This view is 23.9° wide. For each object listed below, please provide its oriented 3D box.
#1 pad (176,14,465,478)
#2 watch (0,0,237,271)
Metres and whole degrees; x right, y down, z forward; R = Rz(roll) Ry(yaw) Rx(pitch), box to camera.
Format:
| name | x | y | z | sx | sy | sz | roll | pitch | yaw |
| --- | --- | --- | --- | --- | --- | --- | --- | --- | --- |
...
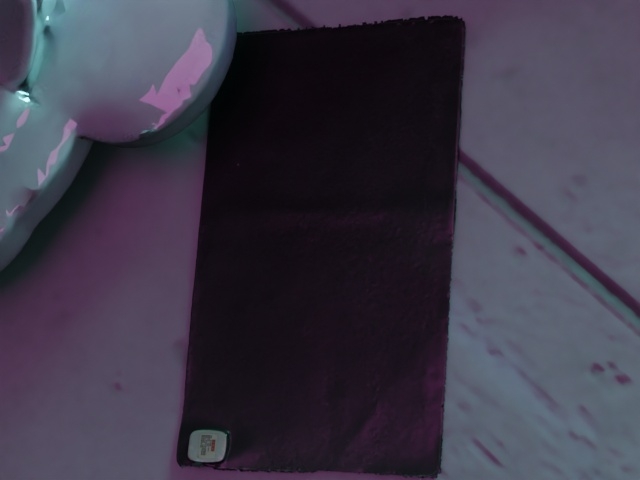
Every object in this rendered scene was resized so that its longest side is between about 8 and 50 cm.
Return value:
| name | x | y | z | sx | sy | sz | roll | pitch | yaw |
| --- | --- | --- | --- | --- | --- | --- | --- | --- | --- |
| pad | 0.000 | 0.000 | 0.626 | 0.116 | 0.004 | 0.193 | -1 | 75 | 21 |
| watch | -0.179 | -0.094 | 0.605 | 0.211 | 0.217 | 0.248 | 38 | 92 | 26 |
